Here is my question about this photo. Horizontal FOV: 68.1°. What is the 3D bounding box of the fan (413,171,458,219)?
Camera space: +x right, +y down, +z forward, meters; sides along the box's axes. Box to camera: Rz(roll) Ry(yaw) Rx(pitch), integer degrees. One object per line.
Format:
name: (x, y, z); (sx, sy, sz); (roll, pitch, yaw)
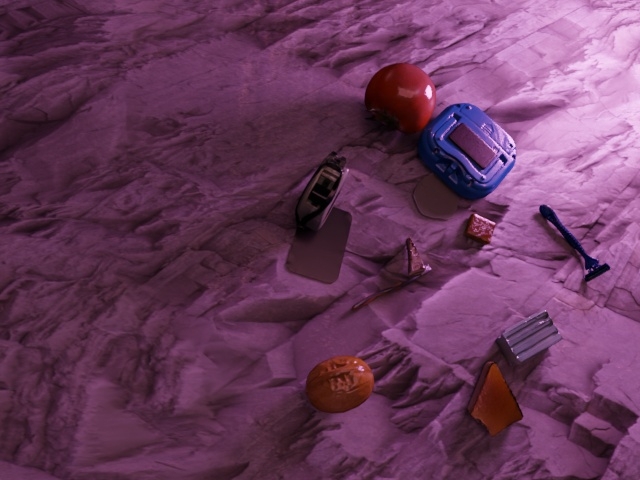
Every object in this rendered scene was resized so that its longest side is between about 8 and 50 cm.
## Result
fan: (0.422, -0.223, 1.744); (0.182, 0.010, 0.311); (6, 71, -13)

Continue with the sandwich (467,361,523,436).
sandwich: (0.529, 0.506, 1.503); (0.162, 0.058, 0.193); (-22, 80, -16)

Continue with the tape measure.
tape measure: (-0.008, -0.143, 1.509); (0.115, 0.235, 0.207); (31, 69, 3)

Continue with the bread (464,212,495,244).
bread: (0.574, -0.040, 1.702); (0.094, 0.035, 0.090); (25, 69, -2)

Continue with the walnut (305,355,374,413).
walnut: (0.056, 0.421, 1.389); (0.206, 0.159, 0.159); (-11, 75, -7)

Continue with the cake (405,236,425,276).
cake: (0.319, 0.053, 1.602); (0.055, 0.051, 0.140); (2, 61, -3)

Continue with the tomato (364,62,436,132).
tomato: (0.283, -0.503, 1.685); (0.255, 0.256, 0.225); (31, 85, 0)

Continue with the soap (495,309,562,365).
soap: (0.699, 0.327, 1.592); (0.198, 0.063, 0.115); (-22, 76, -17)

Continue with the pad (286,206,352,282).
pad: (0.000, 0.000, 1.592); (0.181, 0.004, 0.267); (17, 69, -5)

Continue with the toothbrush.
toothbrush: (0.241, 0.158, 1.579); (0.320, 0.023, 0.031); (-26, 72, -19)

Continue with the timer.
timer: (0.548, -0.336, 1.750); (0.340, 0.115, 0.309); (43, 70, 3)

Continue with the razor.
razor: (0.926, -0.004, 1.756); (0.324, 0.093, 0.056); (55, 31, 13)
